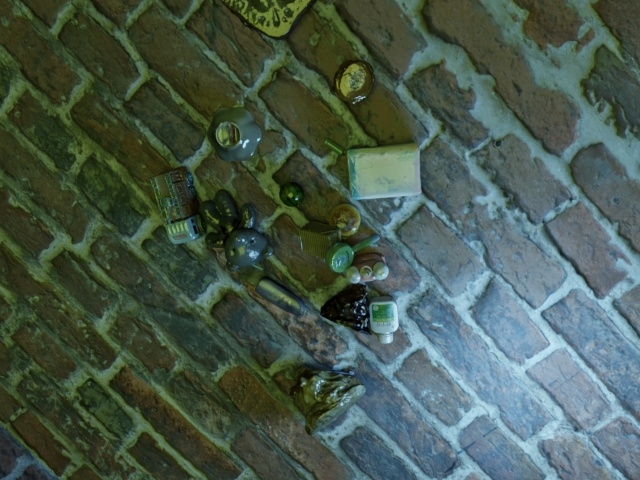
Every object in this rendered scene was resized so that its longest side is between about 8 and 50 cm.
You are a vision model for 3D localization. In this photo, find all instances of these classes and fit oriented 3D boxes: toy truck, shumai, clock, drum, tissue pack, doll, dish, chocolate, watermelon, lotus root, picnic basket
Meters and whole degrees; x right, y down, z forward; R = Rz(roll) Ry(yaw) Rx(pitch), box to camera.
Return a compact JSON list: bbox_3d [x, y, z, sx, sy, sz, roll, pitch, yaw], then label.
[{"bbox_3d":[-0.580,-0.137,1.945,0.136,0.162,0.306,-12,102,12],"label":"toy truck"},{"bbox_3d":[0.010,0.634,2.047,0.314,0.267,0.262,-34,68,-7],"label":"shumai"},{"bbox_3d":[0.185,0.109,1.883,0.165,0.162,0.093,-8,100,11],"label":"clock"},{"bbox_3d":[0.121,0.021,1.848,0.253,0.049,0.130,-40,130,-19],"label":"drum"},{"bbox_3d":[0.240,-0.260,1.805,0.270,0.124,0.202,-3,106,9],"label":"tissue pack"},{"bbox_3d":[-0.361,-0.039,1.936,0.245,0.158,0.341,-31,94,2],"label":"doll"},{"bbox_3d":[-0.352,-0.415,1.883,0.229,0.081,0.230,2,103,8],"label":"dish"},{"bbox_3d":[0.119,0.251,1.916,0.224,0.206,0.177,17,85,45],"label":"chocolate"},{"bbox_3d":[-0.112,-0.178,1.896,0.108,0.109,0.109,2,104,9],"label":"watermelon"},{"bbox_3d":[-0.181,-0.924,1.723,0.389,0.111,0.376,-9,107,10],"label":"lotus root"},{"bbox_3d":[0.000,0.000,1.885,0.164,0.079,0.115,15,126,34],"label":"picnic basket"}]

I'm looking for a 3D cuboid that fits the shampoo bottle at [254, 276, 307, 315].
[{"bbox_3d":[-0.164,0.242,2.028,0.233,0.049,0.087,32,108,0],"label":"shampoo bottle"}]

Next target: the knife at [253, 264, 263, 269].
[{"bbox_3d":[-0.285,0.103,2.037,0.091,0.005,0.014,25,107,3],"label":"knife"}]

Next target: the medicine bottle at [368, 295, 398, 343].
[{"bbox_3d":[0.261,0.326,1.971,0.119,0.069,0.183,-4,104,6],"label":"medicine bottle"}]

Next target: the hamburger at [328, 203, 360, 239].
[{"bbox_3d":[0.095,-0.076,1.892,0.126,0.081,0.141,26,106,3],"label":"hamburger"}]

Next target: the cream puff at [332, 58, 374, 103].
[{"bbox_3d":[0.119,-0.581,1.748,0.165,0.115,0.150,-28,105,5],"label":"cream puff"}]

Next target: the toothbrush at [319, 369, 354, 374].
[{"bbox_3d":[0.065,0.576,2.093,0.161,0.014,0.017,-1,118,10],"label":"toothbrush"}]

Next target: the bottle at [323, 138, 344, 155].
[{"bbox_3d":[0.053,-0.363,1.856,0.083,0.030,0.030,35,106,0],"label":"bottle"}]
